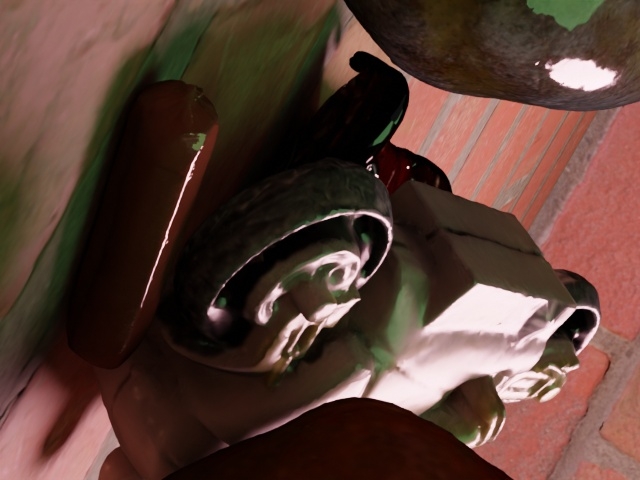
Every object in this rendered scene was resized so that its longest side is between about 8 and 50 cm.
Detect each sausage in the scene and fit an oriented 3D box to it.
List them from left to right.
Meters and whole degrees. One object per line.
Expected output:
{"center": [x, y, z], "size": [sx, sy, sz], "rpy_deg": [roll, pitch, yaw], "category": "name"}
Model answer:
{"center": [-0.068, -0.003, 0.713], "size": [0.035, 0.030, 0.147], "rpy_deg": [-49, 167, -44], "category": "sausage"}

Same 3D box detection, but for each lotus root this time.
{"center": [0.077, -0.116, 0.743], "size": [0.140, 0.158, 0.322], "rpy_deg": [-60, 164, 20], "category": "lotus root"}

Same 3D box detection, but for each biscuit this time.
{"center": [0.004, -0.005, 0.988], "size": [0.151, 0.063, 0.235], "rpy_deg": [-58, 163, -5], "category": "biscuit"}

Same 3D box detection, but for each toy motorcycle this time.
{"center": [0.003, 0.065, 0.881], "size": [0.223, 0.108, 0.340], "rpy_deg": [-42, 153, 18], "category": "toy motorcycle"}

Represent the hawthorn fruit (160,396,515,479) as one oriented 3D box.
{"center": [0.012, 0.196, 0.720], "size": [0.262, 0.210, 0.210], "rpy_deg": [-99, -153, -48], "category": "hawthorn fruit"}
